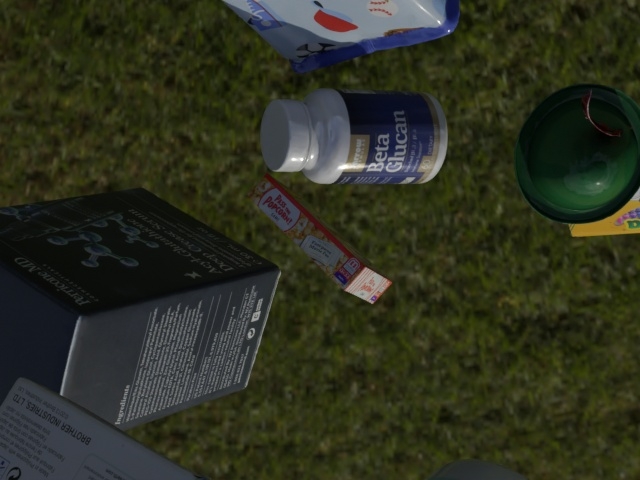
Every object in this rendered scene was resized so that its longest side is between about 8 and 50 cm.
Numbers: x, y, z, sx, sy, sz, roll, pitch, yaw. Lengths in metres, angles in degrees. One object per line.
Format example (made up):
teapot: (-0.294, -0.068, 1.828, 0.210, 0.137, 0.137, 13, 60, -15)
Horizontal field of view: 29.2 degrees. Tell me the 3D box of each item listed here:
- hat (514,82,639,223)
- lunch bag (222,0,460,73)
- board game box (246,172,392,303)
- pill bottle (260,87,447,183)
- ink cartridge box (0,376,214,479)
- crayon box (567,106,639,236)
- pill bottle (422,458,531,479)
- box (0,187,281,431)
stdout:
hat: (0.327, -0.082, 1.380, 0.208, 0.183, 0.173, 8, 103, -19)
lunch bag: (-0.022, -0.406, 1.141, 0.239, 0.385, 0.328, -7, 153, 36)
board game box: (0.000, 0.000, 1.680, 0.045, 0.193, 0.147, -48, 161, 4)
pill bottle: (0.031, -0.102, 1.205, 0.169, 0.094, 0.094, -2, 137, -26)
ink cartridge box: (-0.244, 0.348, 1.034, 0.270, 0.395, 0.151, 18, 162, 43)
crayon box: (0.450, -0.093, 1.588, 0.278, 0.081, 0.165, -4, 140, 20)
pill bottle: (0.035, 0.249, 0.691, 0.264, 0.146, 0.146, -32, 147, -34)
box: (-0.305, 0.093, 1.692, 0.395, 0.293, 0.212, -14, 126, -53)
